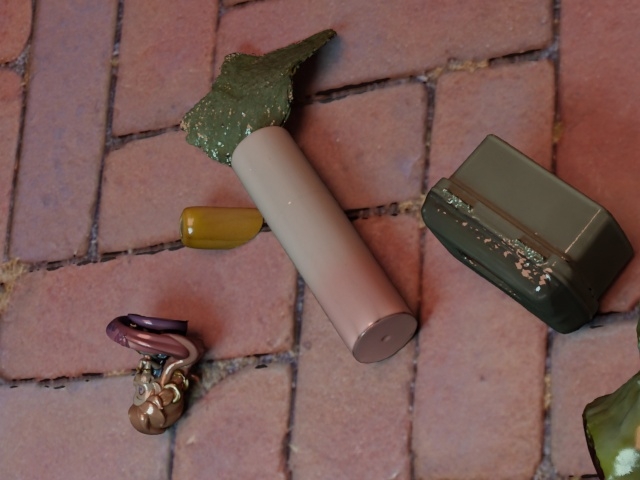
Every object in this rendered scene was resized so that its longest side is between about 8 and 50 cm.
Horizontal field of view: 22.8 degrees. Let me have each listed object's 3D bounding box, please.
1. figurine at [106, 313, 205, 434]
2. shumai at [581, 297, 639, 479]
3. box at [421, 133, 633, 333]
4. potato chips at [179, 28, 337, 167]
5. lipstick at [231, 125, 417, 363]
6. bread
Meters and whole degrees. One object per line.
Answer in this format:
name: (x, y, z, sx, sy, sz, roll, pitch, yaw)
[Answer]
figurine: (-0.197, 0.161, 1.979, 0.126, 0.114, 0.157, -7, 98, 63)
shumai: (0.402, 0.175, 1.565, 0.263, 0.304, 0.309, 131, 144, -52)
box: (0.226, -0.009, 1.742, 0.210, 0.148, 0.129, 38, 87, 34)
potato chips: (-0.075, -0.197, 2.055, 0.167, 0.059, 0.228, 34, 92, 46)
lipstick: (0.000, 0.000, 1.914, 0.087, 0.087, 0.327, -42, 56, 12)
bread: (-0.129, -0.013, 2.031, 0.062, 0.103, 0.049, 110, 156, -48)
